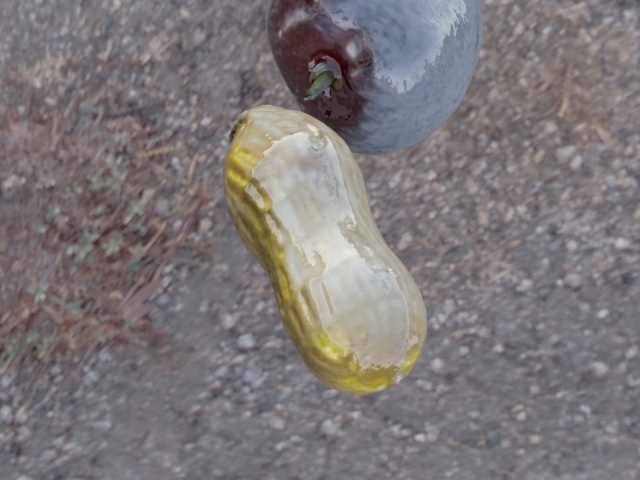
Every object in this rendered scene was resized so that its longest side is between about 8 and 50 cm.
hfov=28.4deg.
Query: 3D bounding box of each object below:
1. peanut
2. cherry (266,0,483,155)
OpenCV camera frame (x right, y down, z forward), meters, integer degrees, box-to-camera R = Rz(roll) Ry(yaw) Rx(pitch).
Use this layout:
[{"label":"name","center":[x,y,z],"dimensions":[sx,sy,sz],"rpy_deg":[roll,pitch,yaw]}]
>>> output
[{"label":"peanut","center":[0.000,0.000,0.761],"dimensions":[0.087,0.087,0.207],"rpy_deg":[-14,57,-21]},{"label":"cherry","center":[0.065,-0.234,1.466],"dimensions":[0.296,0.218,0.255],"rpy_deg":[-38,100,-29]}]
